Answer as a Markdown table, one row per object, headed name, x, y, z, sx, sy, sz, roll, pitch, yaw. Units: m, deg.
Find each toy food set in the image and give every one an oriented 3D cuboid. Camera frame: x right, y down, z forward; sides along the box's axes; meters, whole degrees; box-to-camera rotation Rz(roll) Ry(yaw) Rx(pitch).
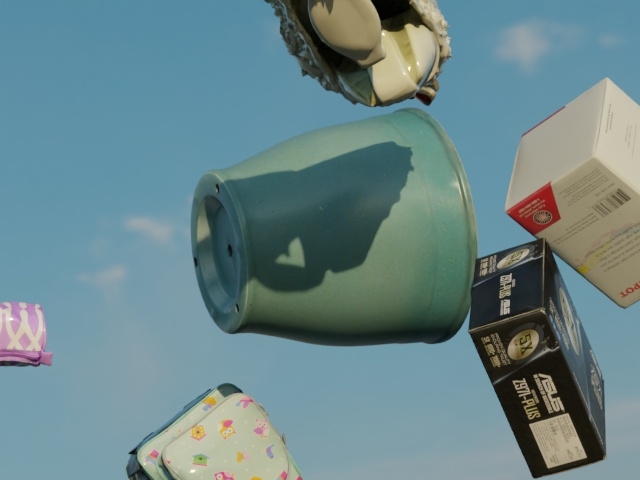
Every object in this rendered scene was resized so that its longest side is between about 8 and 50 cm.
| name | x | y | z | sx | sy | sz | roll | pitch | yaw |
| --- | --- | --- | --- | --- | --- | --- | --- | --- | --- |
| toy food set | 0.089 | -0.191 | 1.977 | 0.122 | 0.019 | 0.078 | 31 | -22 | 22 |

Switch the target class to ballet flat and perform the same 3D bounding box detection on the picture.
| name | x | y | z | sx | sy | sz | roll | pitch | yaw |
| --- | --- | --- | --- | --- | --- | --- | --- | --- | --- |
| ballet flat | 0.028 | -0.191 | 1.528 | 0.147 | 0.147 | 0.409 | -16 | -24 | 17 |

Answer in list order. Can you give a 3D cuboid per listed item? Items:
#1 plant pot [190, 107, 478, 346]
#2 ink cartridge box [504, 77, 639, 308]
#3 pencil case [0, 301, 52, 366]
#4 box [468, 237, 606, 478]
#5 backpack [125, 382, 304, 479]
| name | x | y | z | sx | sy | sz | roll | pitch | yaw |
| --- | --- | --- | --- | --- | --- | --- | --- | --- | --- |
| plant pot | 0.000 | 0.000 | 1.927 | 0.255 | 0.271 | 0.271 | -8 | -19 | -22 |
| ink cartridge box | 0.300 | -0.046 | 1.755 | 0.176 | 0.127 | 0.128 | 39 | -49 | -19 |
| pencil case | -0.440 | 0.119 | 2.134 | 0.206 | 0.088 | 0.086 | -2 | -58 | -18 |
| box | 0.215 | 0.114 | 1.688 | 0.077 | 0.180 | 0.147 | -18 | 22 | 16 |
| backpack | -0.107 | 0.277 | 2.001 | 0.166 | 0.188 | 0.144 | -37 | 3 | -27 |
